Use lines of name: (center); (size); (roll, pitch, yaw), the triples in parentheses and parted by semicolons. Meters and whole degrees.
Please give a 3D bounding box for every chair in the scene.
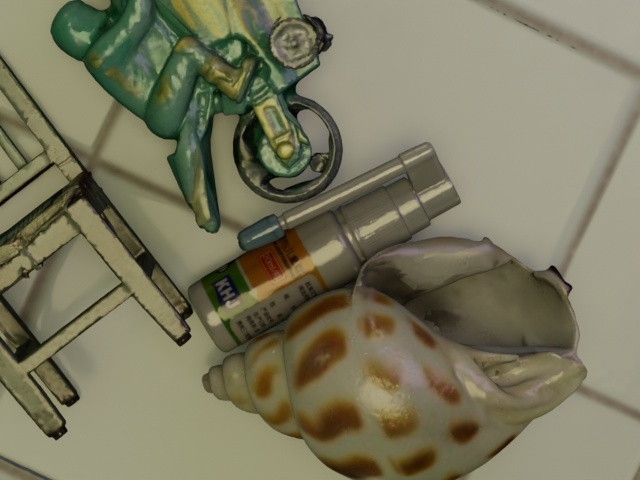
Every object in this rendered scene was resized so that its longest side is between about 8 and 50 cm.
chair: (-0.225, -0.004, 1.396); (0.136, 0.147, 0.270); (-36, 97, 2)

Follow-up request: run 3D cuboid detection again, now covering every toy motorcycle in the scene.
toy motorcycle: (-0.097, -0.155, 1.408); (0.198, 0.109, 0.296); (-22, 94, 3)

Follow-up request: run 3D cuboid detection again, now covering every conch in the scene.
conch: (0.054, 0.100, 1.411); (0.274, 0.149, 0.183); (9, 52, -8)

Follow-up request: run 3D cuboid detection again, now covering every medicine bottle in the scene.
medicine bottle: (0.000, 0.000, 1.434); (0.220, 0.092, 0.061); (-29, 51, 1)
